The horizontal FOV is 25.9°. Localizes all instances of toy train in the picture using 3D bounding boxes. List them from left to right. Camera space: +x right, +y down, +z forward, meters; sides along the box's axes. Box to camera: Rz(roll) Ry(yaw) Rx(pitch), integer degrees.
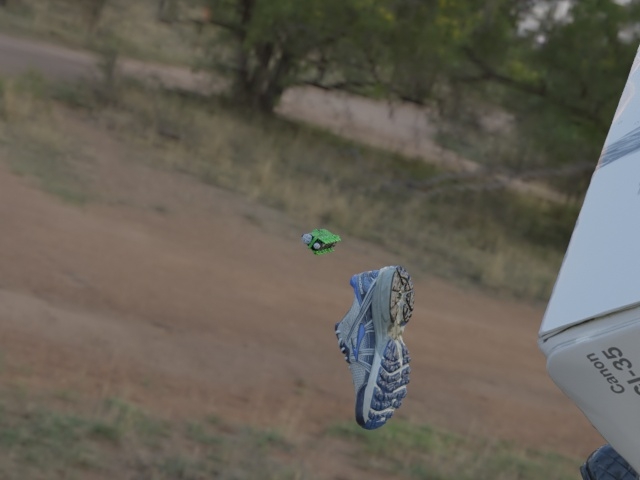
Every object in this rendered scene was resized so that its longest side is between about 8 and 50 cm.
[{"bbox_3d":[0.000,0.000,1.267,0.023,0.017,0.083,34,8,8],"label":"toy train"}]

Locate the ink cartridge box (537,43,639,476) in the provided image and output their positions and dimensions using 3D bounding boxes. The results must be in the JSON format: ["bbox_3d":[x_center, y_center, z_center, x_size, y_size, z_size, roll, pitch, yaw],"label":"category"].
[{"bbox_3d":[0.237,0.003,0.661,0.117,0.283,0.207,-24,-62,42],"label":"ink cartridge box"}]

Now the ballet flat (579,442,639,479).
[{"bbox_3d":[0.240,0.219,0.974,0.173,0.049,0.057,63,14,21],"label":"ballet flat"}]

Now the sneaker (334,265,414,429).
[{"bbox_3d":[0.041,0.088,1.148,0.058,0.135,0.052,2,-12,34],"label":"sneaker"}]
